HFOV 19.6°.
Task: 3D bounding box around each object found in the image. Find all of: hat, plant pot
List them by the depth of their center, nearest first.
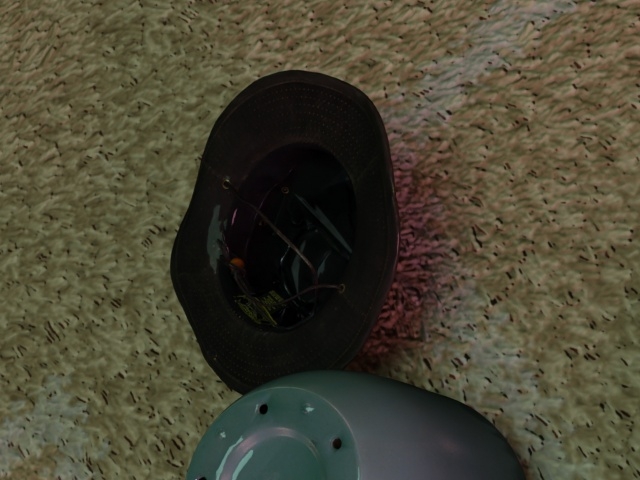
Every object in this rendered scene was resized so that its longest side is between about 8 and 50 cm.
[{"bbox_3d":[0.014,0.249,1.672,0.293,0.235,0.293,-12,66,27],"label":"plant pot"},{"bbox_3d":[0.000,0.000,1.874,0.331,0.134,0.331,-7,80,44],"label":"hat"}]
